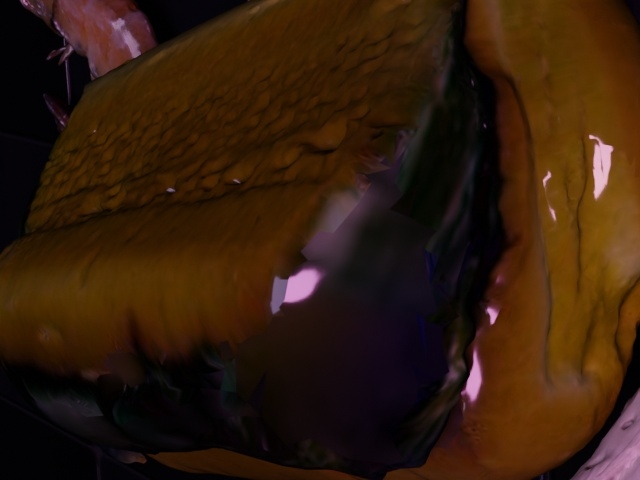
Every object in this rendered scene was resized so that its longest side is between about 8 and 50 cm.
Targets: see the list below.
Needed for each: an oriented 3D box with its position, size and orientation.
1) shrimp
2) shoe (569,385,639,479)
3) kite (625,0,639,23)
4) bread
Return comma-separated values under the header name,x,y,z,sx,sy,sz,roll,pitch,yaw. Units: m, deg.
name,x,y,z,sx,sy,sz,roll,pitch,yaw
shrimp,-0.197,-0.155,1.046,0.296,0.058,0.169,50,138,28
shoe,0.153,0.110,0.518,0.132,0.210,0.342,32,124,45
kite,0.131,-0.150,0.642,0.234,0.016,0.321,28,121,48
bread,0.000,0.000,0.669,0.376,0.208,0.251,-15,47,57
